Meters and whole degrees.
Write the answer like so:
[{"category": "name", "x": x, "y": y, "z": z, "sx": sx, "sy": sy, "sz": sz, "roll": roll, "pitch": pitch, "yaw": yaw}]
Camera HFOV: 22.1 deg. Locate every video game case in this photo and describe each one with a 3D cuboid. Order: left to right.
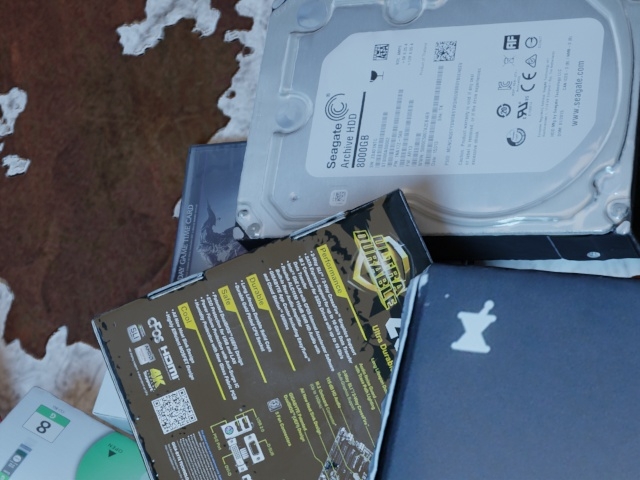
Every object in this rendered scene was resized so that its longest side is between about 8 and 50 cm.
[{"category": "video game case", "x": 0.000, "y": 0.000, "z": 1.401, "sx": 0.274, "sy": 0.026, "sz": 0.196, "roll": -3, "pitch": 67, "yaw": 22}]

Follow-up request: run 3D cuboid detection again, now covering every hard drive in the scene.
[{"category": "hard drive", "x": 0.104, "y": -0.100, "z": 1.349, "sx": 0.339, "sy": 0.064, "sz": 0.237, "roll": 0, "pitch": 68, "yaw": 25}]

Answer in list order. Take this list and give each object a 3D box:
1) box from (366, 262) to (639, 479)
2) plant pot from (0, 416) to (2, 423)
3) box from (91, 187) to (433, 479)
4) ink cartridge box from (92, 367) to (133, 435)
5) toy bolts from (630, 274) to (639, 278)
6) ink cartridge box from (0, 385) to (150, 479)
[{"category": "box", "x": 0.320, "y": 0.233, "z": 0.893, "sx": 0.480, "sy": 0.472, "sz": 0.297, "roll": 4, "pitch": 70, "yaw": 26}, {"category": "plant pot", "x": -0.439, "y": 0.218, "z": 1.382, "sx": 0.243, "sy": 0.275, "sz": 0.275, "roll": 0, "pitch": 68, "yaw": 35}, {"category": "box", "x": 0.005, "y": 0.157, "z": 1.220, "sx": 0.257, "sy": 0.079, "sz": 0.322, "roll": -23, "pitch": 77, "yaw": -3}, {"category": "ink cartridge box", "x": -0.126, "y": 0.121, "z": 1.345, "sx": 0.052, "sy": 0.122, "sz": 0.088, "roll": 7, "pitch": 71, "yaw": 26}, {"category": "toy bolts", "x": 0.332, "y": 0.050, "z": 1.144, "sx": 0.218, "sy": 0.228, "sz": 0.158, "roll": 7, "pitch": 96, "yaw": 5}, {"category": "ink cartridge box", "x": -0.213, "y": 0.237, "z": 1.280, "sx": 0.181, "sy": 0.056, "sz": 0.224, "roll": 28, "pitch": 43, "yaw": 9}]
